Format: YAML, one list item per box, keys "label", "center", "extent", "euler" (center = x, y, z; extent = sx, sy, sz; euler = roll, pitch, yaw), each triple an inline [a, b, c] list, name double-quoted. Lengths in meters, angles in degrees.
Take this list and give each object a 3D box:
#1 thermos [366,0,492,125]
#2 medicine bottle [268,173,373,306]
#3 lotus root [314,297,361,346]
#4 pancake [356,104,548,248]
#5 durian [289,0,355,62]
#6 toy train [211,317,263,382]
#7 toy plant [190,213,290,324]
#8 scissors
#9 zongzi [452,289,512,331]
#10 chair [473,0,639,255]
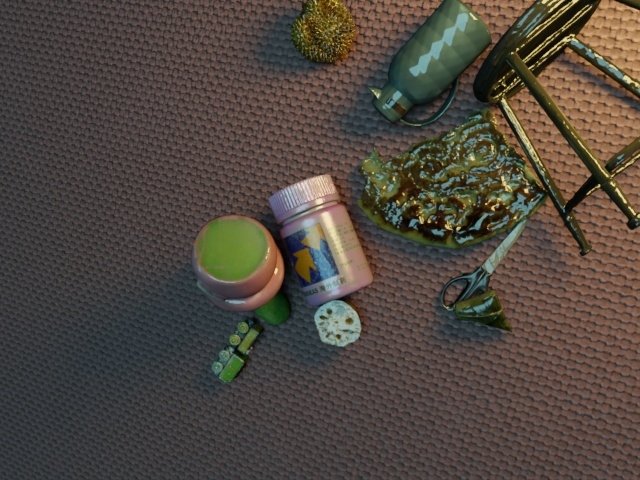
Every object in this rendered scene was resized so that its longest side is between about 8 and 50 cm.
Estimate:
- label: "thermos"
  center: [0.251, -0.389, 1.170]
  extent: [0.182, 0.145, 0.286]
  euler: [36, 109, -23]
- label: "medicine bottle"
  center: [0.000, 0.000, 1.254]
  extent: [0.178, 0.178, 0.291]
  euler: [-22, 89, 18]
- label: "lotus root"
  center: [0.051, 0.206, 1.307]
  extent: [0.112, 0.081, 0.122]
  euler: [-18, 89, 17]
- label: "pancake"
  center: [0.295, -0.127, 1.221]
  extent: [0.426, 0.067, 0.305]
  euler: [-18, 81, 19]
- label: "durian"
  center: [0.004, -0.514, 1.240]
  extent: [0.158, 0.137, 0.168]
  euler: [-36, 97, 36]
- label: "toy train"
  center: [-0.229, 0.306, 1.417]
  extent: [0.081, 0.060, 0.202]
  euler: [35, 104, 5]
- label: "toy plant"
  center: [-0.214, 0.065, 1.266]
  extent: [0.316, 0.356, 0.211]
  euler: [29, 77, 11]
- label: "scissors"
  center: [0.404, 0.059, 1.213]
  extent: [0.109, 0.022, 0.300]
  euler: [36, 103, 8]
- label: "zongzi"
  center: [0.381, 0.186, 1.201]
  extent: [0.109, 0.055, 0.119]
  euler: [-23, 106, 18]
- label: "chair"
  center: [0.538, -0.257, 0.970]
  extent: [0.364, 0.362, 0.410]
  euler: [-40, 73, 7]
